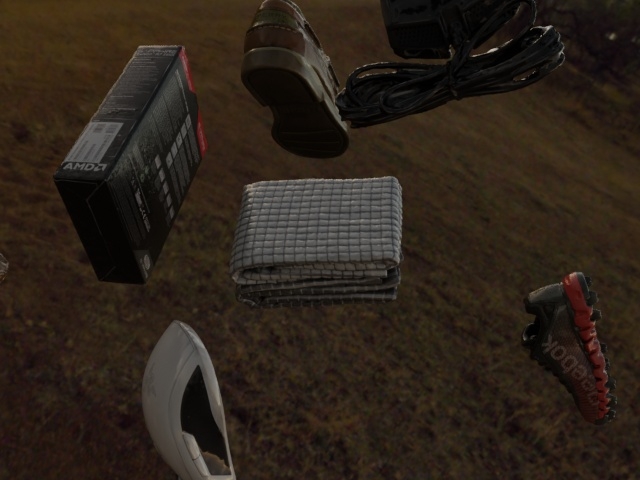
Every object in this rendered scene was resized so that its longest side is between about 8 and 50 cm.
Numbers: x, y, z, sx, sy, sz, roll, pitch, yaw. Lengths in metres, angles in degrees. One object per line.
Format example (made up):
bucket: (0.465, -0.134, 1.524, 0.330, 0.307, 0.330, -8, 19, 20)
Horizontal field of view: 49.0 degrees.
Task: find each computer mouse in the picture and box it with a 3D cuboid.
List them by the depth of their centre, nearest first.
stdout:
computer mouse: (-0.088, 0.144, 0.466, 0.042, 0.193, 0.106, -18, 23, -25)
computer mouse: (0.100, -0.226, 0.620, 0.072, 0.189, 0.272, 34, 48, -60)

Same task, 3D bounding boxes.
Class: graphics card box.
graphics card box: (-0.300, -0.135, 1.183, 0.094, 0.232, 0.370, 4, 47, 9)

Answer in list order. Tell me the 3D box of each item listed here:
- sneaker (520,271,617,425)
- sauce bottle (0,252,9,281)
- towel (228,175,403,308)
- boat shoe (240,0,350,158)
sneaker: (0.413, 0.190, 1.179, 0.097, 0.135, 0.276, -58, 131, -67)
sauce bottle: (-0.343, 0.058, 0.653, 0.042, 0.128, 0.042, 43, 15, -14)
towel: (0.000, 0.000, 1.187, 0.284, 0.121, 0.235, -3, 41, 6)
boat shoe: (-0.018, -0.200, 0.920, 0.111, 0.104, 0.307, 2, -14, 8)
